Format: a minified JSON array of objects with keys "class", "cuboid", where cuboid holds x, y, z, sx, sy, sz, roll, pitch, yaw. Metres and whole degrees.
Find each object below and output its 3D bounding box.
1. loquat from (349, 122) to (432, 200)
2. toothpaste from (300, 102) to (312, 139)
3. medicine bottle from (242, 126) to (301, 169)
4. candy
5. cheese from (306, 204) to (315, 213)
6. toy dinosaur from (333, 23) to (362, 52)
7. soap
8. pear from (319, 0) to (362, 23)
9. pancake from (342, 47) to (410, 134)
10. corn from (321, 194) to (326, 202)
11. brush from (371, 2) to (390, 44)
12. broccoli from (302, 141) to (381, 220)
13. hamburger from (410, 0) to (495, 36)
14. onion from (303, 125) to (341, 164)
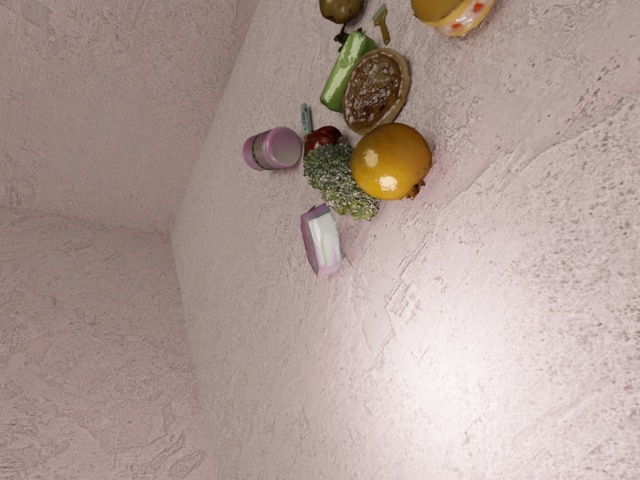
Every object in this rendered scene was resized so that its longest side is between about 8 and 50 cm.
[{"class":"loquat","cuboid":[0.241,-0.252,1.400,0.275,0.275,0.274,-23,62,51]},{"class":"toothpaste","cuboid":[-0.068,-0.580,2.141,0.075,0.048,0.296,-29,61,45]},{"class":"medicine bottle","cuboid":[-0.269,-0.491,2.253,0.325,0.212,0.212,8,87,56]},{"class":"candy","cuboid":[0.121,-0.736,1.835,0.343,0.132,0.142,-62,24,22]},{"class":"cheese","cuboid":[-0.037,-0.066,1.931,0.105,0.042,0.191,-44,44,37]},{"class":"toy dinosaur","cuboid":[0.151,-0.975,1.971,0.187,0.087,0.179,19,58,41]},{"class":"soap","cuboid":[0.000,0.000,1.654,0.193,0.109,0.323,-124,19,-46]},{"class":"pear","cuboid":[0.090,-1.128,1.947,0.228,0.188,0.211,29,88,54]},{"class":"pancake","cuboid":[0.217,-0.602,1.685,0.356,0.065,0.356,-1,89,44]},{"class":"corn","cuboid":[0.070,-0.265,1.812,0.087,0.087,0.210,47,124,51]},{"class":"brush","cuboid":[0.270,-0.923,1.786,0.082,0.010,0.218,-37,52,43]},{"class":"broccoli","cuboid":[0.108,-0.235,1.637,0.375,0.302,0.249,41,94,23]},{"class":"hamburger","cuboid":[0.432,-0.813,1.356,0.303,0.186,0.261,35,111,44]},{"class":"onion","cuboid":[0.002,-0.399,1.854,0.161,0.248,0.248,20,99,14]}]
